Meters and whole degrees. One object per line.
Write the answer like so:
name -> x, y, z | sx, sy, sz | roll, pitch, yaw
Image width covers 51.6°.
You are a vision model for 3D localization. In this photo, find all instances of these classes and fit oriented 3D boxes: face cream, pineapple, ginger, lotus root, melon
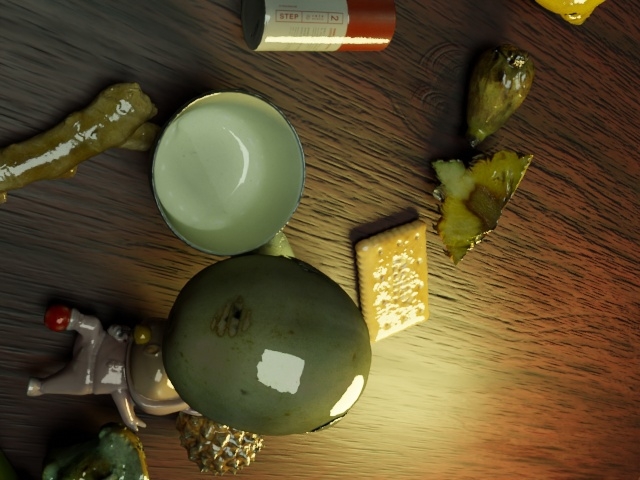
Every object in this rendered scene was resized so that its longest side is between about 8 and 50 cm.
face cream -> -0.002, -0.329, 0.980 | 0.214, 0.096, 0.096 | -7, 119, -26
pineapple -> -0.178, 0.351, 1.212 | 0.166, 0.166, 0.193 | -19, 126, -19
ginger -> -0.364, -0.130, 0.906 | 0.298, 0.065, 0.118 | -24, 137, -16
lotus root -> 0.312, -0.260, 1.200 | 0.108, 0.094, 0.191 | 23, 120, 4
pineapple -> 0.284, -0.094, 1.278 | 0.139, 0.164, 0.250 | -28, 143, -64
melon -> -0.068, 0.156, 1.001 | 0.329, 0.268, 0.269 | 16, 107, -23

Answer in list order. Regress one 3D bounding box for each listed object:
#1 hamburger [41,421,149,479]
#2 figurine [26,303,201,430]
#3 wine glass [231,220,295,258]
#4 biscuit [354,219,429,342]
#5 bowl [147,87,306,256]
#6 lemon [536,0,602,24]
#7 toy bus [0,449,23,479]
hamburger -> -0.377, 0.412, 1.114 | 0.167, 0.288, 0.193 | -7, 74, -21
figurine -> -0.306, 0.201, 1.056 | 0.287, 0.186, 0.176 | 17, 64, -18
wine glass -> 0.000, 0.000, 1.169 | 0.264, 0.096, 0.309 | -46, 127, -7
biscuit -> 0.150, 0.086, 1.328 | 0.160, 0.030, 0.250 | -19, 123, -19
bowl -> -0.154, -0.104, 0.981 | 0.237, 0.126, 0.238 | -8, 105, -31
lemon -> 0.410, -0.478, 1.072 | 0.188, 0.188, 0.257 | -29, 125, -13
toy bus -> -0.549, 0.435, 1.068 | 0.150, 0.128, 0.262 | -24, 124, -16
